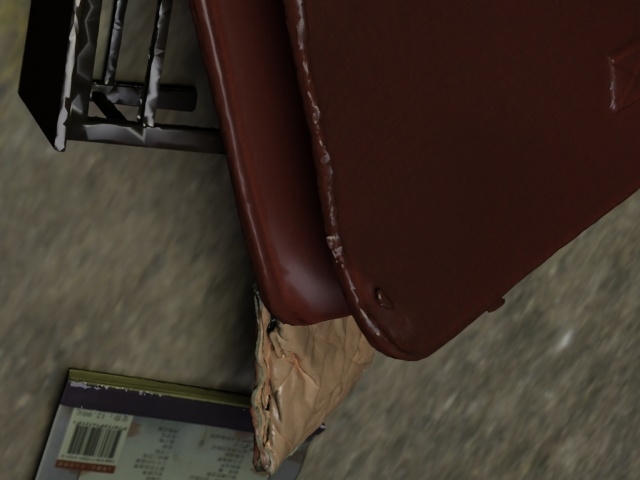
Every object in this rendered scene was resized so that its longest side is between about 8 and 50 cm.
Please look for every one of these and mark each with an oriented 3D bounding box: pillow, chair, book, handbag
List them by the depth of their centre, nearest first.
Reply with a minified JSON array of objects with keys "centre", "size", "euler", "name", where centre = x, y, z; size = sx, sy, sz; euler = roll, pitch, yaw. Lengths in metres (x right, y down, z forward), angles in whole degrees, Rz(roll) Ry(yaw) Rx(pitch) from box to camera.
[{"centre":[-0.139,-0.102,0.639],"size":[0.212,0.084,0.101],"euler":[2,110,-24],"name":"chair"},{"centre":[0.067,-0.111,0.663],"size":[0.275,0.084,0.260],"euler":[-30,119,-37],"name":"handbag"},{"centre":[0.000,0.000,0.738],"size":[0.126,0.043,0.232],"euler":[-38,138,-52],"name":"pillow"},{"centre":[-0.107,0.187,0.835],"size":[0.157,0.026,0.231],"euler":[13,109,-25],"name":"book"}]
